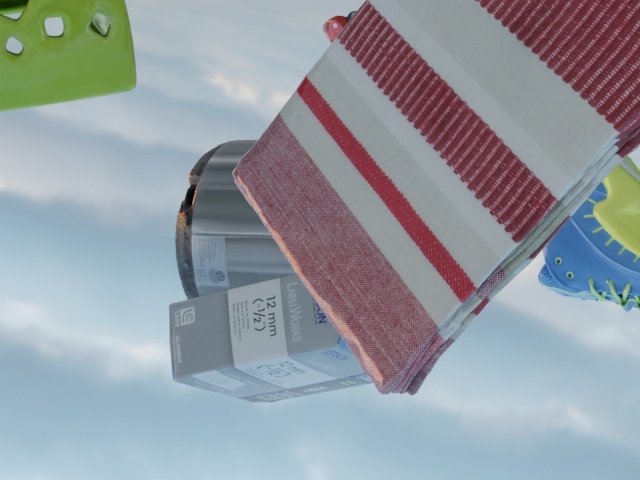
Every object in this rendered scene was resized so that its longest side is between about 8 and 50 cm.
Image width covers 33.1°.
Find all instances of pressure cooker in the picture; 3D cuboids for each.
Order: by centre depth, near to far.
[{"bbox_3d":[-0.002,0.003,1.933,0.420,0.370,0.376,1,-127,24],"label":"pressure cooker"}]

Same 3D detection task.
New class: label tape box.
[{"bbox_3d":[0.010,0.126,1.433,0.347,0.115,0.249,-12,160,21],"label":"label tape box"}]

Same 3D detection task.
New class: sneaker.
[{"bbox_3d":[0.263,0.030,0.903,0.240,0.126,0.091,55,-165,25],"label":"sneaker"}]

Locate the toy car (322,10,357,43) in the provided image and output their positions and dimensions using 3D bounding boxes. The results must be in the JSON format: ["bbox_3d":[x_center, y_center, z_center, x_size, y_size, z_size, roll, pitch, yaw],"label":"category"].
[{"bbox_3d":[0.152,-0.275,1.448,0.225,0.053,0.239,-14,167,34],"label":"toy car"}]

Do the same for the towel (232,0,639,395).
[{"bbox_3d":[0.092,-0.093,0.682,0.037,0.329,0.237,22,-155,-46],"label":"towel"}]

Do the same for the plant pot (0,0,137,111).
[{"bbox_3d":[-0.304,-0.253,0.952,0.228,0.207,0.227,-14,-142,-24],"label":"plant pot"}]
